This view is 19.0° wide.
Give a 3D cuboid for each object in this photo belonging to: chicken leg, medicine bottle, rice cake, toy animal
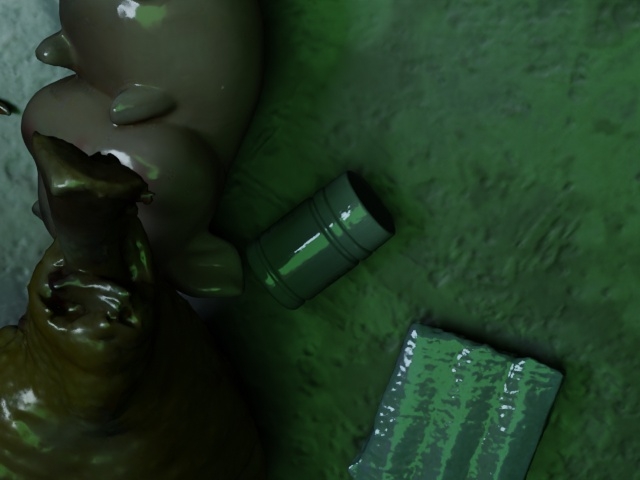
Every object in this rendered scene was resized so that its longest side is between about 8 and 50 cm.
[{"bbox_3d":[-0.181,0.092,1.228,0.295,0.182,0.409,0,140,-1],"label":"chicken leg"},{"bbox_3d":[0.000,0.000,1.323,0.091,0.058,0.058,-37,94,14],"label":"medicine bottle"},{"bbox_3d":[0.081,0.179,1.355,0.127,0.043,0.237,17,103,7],"label":"rice cake"},{"bbox_3d":[-0.118,-0.094,1.277,0.166,0.154,0.250,36,122,39],"label":"toy animal"}]

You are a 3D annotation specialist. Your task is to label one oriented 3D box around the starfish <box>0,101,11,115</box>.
[{"bbox_3d":[-0.340,-0.066,1.366,0.238,0.057,0.213,-22,104,13],"label":"starfish"}]
